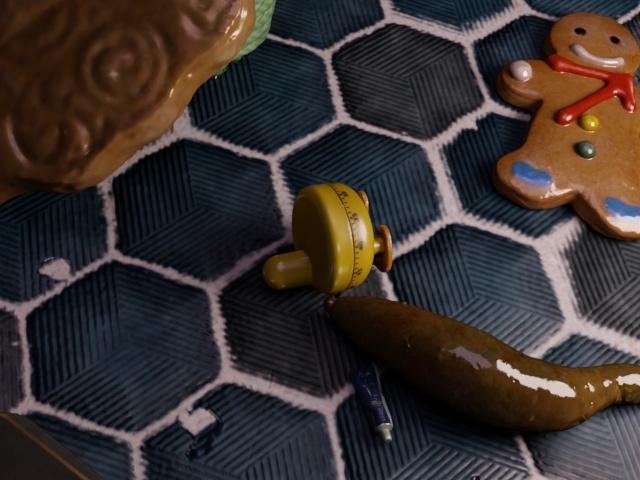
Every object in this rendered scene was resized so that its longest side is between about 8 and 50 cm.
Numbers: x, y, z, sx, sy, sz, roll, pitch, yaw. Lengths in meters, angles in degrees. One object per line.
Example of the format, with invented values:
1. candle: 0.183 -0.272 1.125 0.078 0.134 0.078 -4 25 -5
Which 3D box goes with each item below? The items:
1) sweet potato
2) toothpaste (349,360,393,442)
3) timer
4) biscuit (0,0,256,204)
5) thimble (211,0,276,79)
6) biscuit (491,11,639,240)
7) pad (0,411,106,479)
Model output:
1. sweet potato: 0.168 0.119 1.089 0.346 0.079 0.108 15 40 -4
2. toothpaste: 0.049 0.147 1.082 0.027 0.019 0.083 -18 54 -3
3. timer: 0.000 0.000 1.126 0.109 0.107 0.107 -10 57 -22
4. biscuit: -0.274 -0.222 1.147 0.385 0.062 0.365 -36 69 5
5. thimble: -0.147 -0.291 1.282 0.219 0.150 0.219 7 53 -9
6. biscuit: 0.296 -0.150 1.334 0.205 0.049 0.324 19 51 4
7. pad: -0.262 0.313 0.871 0.315 0.063 0.375 34 56 14
